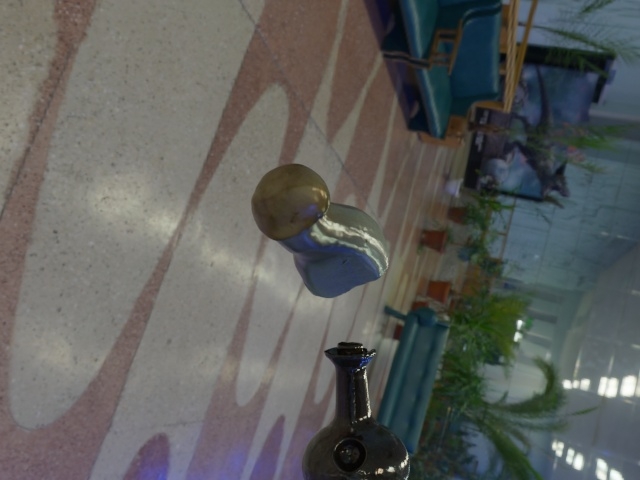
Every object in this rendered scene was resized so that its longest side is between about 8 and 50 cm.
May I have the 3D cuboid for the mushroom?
[{"bbox_3d":[0.000,0.000,0.921,0.159,0.122,0.328,-52,152,-1],"label":"mushroom"}]

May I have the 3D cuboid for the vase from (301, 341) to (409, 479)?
[{"bbox_3d":[0.036,0.205,0.682,0.120,0.120,0.183,-1,88,-71],"label":"vase"}]
